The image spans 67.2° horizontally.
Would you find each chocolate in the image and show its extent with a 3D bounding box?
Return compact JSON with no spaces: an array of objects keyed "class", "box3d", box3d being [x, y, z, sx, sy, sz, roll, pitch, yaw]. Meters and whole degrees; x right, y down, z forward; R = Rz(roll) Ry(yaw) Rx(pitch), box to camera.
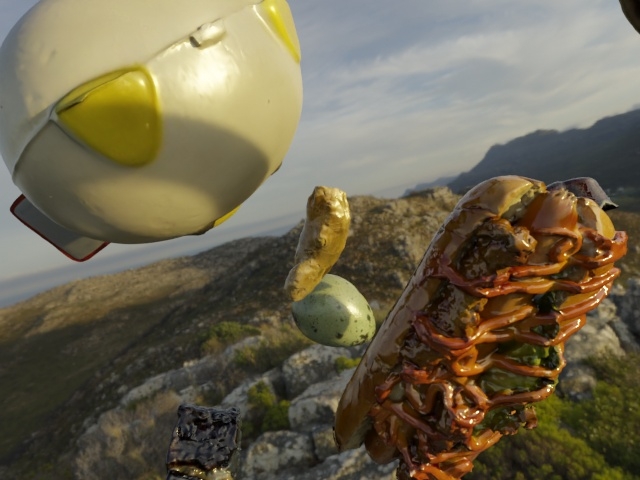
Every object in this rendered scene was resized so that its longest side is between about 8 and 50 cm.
[{"class":"chocolate","box3d":[0.461,-0.072,0.905,0.148,0.080,0.125,-18,-8,6]}]

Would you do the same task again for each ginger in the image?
[{"class":"ginger","box3d":[0.002,0.003,0.805,0.081,0.206,0.115,36,23,30]}]

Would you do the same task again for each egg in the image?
[{"class":"egg","box3d":[0.035,0.184,1.229,0.228,0.177,0.177,27,9,5]}]

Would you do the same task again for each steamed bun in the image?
[{"class":"steamed bun","box3d":[-0.193,-0.165,0.593,0.333,0.334,0.374,-10,32,52]}]

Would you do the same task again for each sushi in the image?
[{"class":"sushi","box3d":[-0.135,0.243,0.570,0.084,0.094,0.098,8,-18,-9]}]

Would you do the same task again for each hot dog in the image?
[{"class":"hot dog","box3d":[0.133,0.109,0.442,0.158,0.349,0.117,21,28,-8]}]

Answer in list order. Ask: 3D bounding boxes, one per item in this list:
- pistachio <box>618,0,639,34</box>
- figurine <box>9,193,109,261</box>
[{"class":"pistachio","box3d":[0.484,-0.404,0.625,0.197,0.288,0.166,-12,19,5]},{"class":"figurine","box3d":[-0.425,-0.110,0.929,0.183,0.160,0.226,-29,29,26]}]
